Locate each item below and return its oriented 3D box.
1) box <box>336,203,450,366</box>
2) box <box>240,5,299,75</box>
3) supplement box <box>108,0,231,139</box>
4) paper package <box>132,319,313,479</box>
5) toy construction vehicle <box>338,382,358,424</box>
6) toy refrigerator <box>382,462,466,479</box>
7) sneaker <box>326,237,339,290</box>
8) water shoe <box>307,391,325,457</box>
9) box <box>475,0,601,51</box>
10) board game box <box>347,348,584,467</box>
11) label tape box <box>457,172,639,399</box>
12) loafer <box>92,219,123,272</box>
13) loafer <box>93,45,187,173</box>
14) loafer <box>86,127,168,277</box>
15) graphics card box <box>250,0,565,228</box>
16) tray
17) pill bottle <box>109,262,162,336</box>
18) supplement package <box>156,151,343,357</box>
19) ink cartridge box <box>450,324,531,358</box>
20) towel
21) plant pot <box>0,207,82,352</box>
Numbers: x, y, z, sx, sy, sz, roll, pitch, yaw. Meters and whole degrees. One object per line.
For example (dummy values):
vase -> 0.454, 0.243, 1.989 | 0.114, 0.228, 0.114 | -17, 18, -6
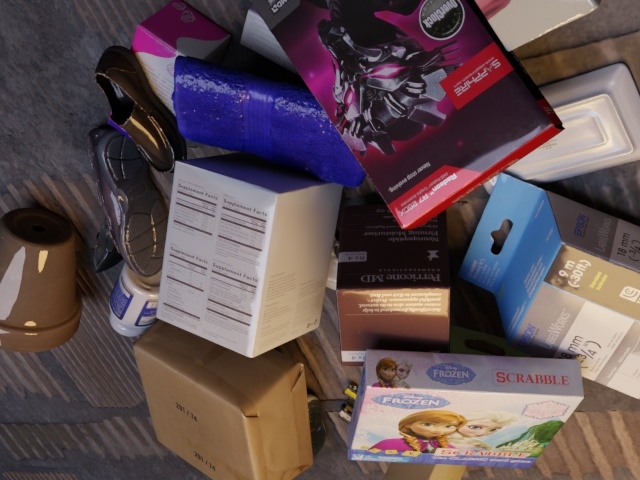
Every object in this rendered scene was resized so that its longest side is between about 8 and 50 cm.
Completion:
box -> 0.115, 0.068, 1.441 | 0.169, 0.203, 0.167 | -1, 129, 5
box -> 0.039, -0.249, 1.351 | 0.324, 0.063, 0.067 | 29, 136, 8
supplement box -> -0.244, -0.257, 1.490 | 0.111, 0.114, 0.220 | 36, 138, 2
paper package -> -0.192, 0.331, 1.868 | 0.325, 0.168, 0.309 | 23, 135, 33
toy construction vehicle -> 0.081, 0.330, 1.845 | 0.098, 0.035, 0.086 | 33, 126, 1
toy refrigerator -> 0.181, 0.455, 1.710 | 0.102, 0.269, 0.094 | -9, 120, 37
sneaker -> 0.000, 0.000, 1.582 | 0.212, 0.080, 0.094 | 39, 132, 0
water shoe -> -0.038, 0.381, 1.948 | 0.080, 0.073, 0.203 | 36, 139, 35
box -> 0.226, -0.364, 1.072 | 0.127, 0.148, 0.232 | -21, 112, 43
board game box -> 0.213, 0.274, 1.472 | 0.319, 0.065, 0.318 | 3, 148, -2
label tape box -> 0.373, 0.073, 1.361 | 0.334, 0.106, 0.240 | 22, 136, 8
loafer -> -0.426, 0.006, 1.878 | 0.061, 0.062, 0.170 | 55, 135, 14
loafer -> -0.287, -0.188, 1.437 | 0.080, 0.078, 0.220 | -11, 119, 38
loafer -> -0.363, -0.075, 1.745 | 0.095, 0.109, 0.302 | 21, 131, 43
graphics card box -> 0.106, -0.227, 1.179 | 0.233, 0.094, 0.371 | -35, 83, 23
tray -> 0.317, -0.142, 1.290 | 0.270, 0.030, 0.145 | -14, 117, 39
pill bottle -> -0.365, 0.113, 1.883 | 0.112, 0.112, 0.186 | 36, 137, 1
supplement package -> -0.113, 0.012, 1.490 | 0.198, 0.199, 0.262 | 19, 108, 27
ink cartridge box -> 0.281, 0.265, 1.644 | 0.171, 0.056, 0.235 | 13, 133, 23
towel -> -0.065, -0.166, 1.372 | 0.308, 0.076, 0.227 | 14, 167, 2
plant pot -> -0.604, 0.063, 1.927 | 0.263, 0.263, 0.229 | 28, 117, 9
